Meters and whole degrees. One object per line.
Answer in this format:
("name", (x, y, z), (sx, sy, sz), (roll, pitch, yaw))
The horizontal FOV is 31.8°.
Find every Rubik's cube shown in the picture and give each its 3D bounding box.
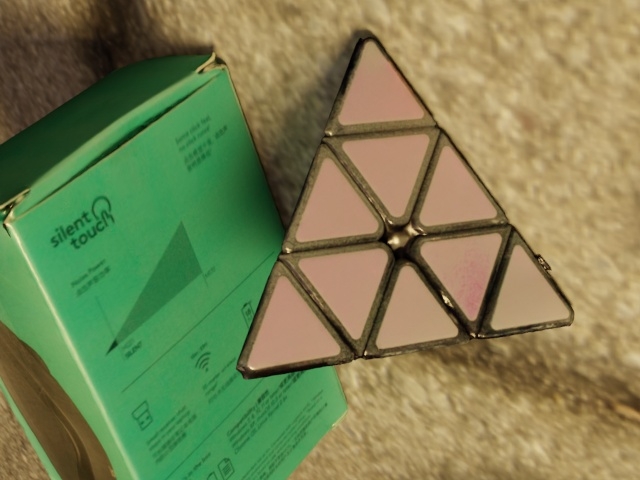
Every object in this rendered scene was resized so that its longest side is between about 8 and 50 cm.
("Rubik's cube", (0.000, 0.000, 0.648), (0.211, 0.178, 0.190), (4, 122, 39))

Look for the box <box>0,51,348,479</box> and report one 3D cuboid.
("box", (-0.116, 0.054, 0.776), (0.118, 0.205, 0.311), (5, 126, 37))
